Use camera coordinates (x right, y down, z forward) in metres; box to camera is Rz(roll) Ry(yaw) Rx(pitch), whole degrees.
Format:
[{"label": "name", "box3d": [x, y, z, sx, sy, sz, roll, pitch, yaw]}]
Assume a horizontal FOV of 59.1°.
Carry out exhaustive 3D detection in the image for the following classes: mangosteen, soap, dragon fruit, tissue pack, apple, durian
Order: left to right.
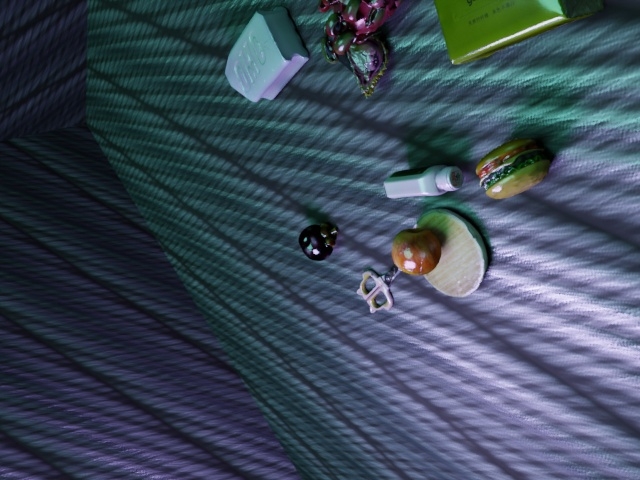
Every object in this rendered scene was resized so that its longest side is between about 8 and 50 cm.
[{"label": "soap", "box3d": [-0.197, -0.615, 1.929, 0.347, 0.115, 0.208, -29, 85, 56]}, {"label": "mangosteen", "box3d": [0.000, 0.000, 2.030, 0.151, 0.137, 0.137, -32, 81, 21]}, {"label": "dragon fruit", "box3d": [0.091, -0.602, 1.421, 0.218, 0.272, 0.198, 35, 170, 44]}, {"label": "durian", "box3d": [0.142, -0.503, 1.573, 0.108, 0.119, 0.186, -20, 97, 19]}, {"label": "apple", "box3d": [0.268, 0.034, 1.578, 0.146, 0.147, 0.146, 31, 132, 41]}, {"label": "tissue pack", "box3d": [0.387, -0.504, 1.147, 0.275, 0.167, 0.200, -6, 105, 54]}]

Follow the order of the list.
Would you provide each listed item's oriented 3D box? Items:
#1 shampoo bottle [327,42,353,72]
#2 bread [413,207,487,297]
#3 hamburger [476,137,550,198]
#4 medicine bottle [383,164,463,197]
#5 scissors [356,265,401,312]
[{"label": "shampoo bottle", "box3d": [0.066, -0.551, 1.684, 0.137, 0.027, 0.048, 51, 141, 22]}, {"label": "bread", "box3d": [0.366, 0.033, 1.607, 0.267, 0.041, 0.266, 30, 131, 42]}, {"label": "hamburger", "box3d": [0.440, -0.165, 1.294, 0.162, 0.162, 0.115, -39, 72, 55]}, {"label": "medicine bottle", "box3d": [0.284, -0.160, 1.537, 0.219, 0.115, 0.077, 0, 108, 54]}, {"label": "scissors", "box3d": [0.214, 0.139, 1.891, 0.160, 0.024, 0.317, 55, 144, 17]}]
